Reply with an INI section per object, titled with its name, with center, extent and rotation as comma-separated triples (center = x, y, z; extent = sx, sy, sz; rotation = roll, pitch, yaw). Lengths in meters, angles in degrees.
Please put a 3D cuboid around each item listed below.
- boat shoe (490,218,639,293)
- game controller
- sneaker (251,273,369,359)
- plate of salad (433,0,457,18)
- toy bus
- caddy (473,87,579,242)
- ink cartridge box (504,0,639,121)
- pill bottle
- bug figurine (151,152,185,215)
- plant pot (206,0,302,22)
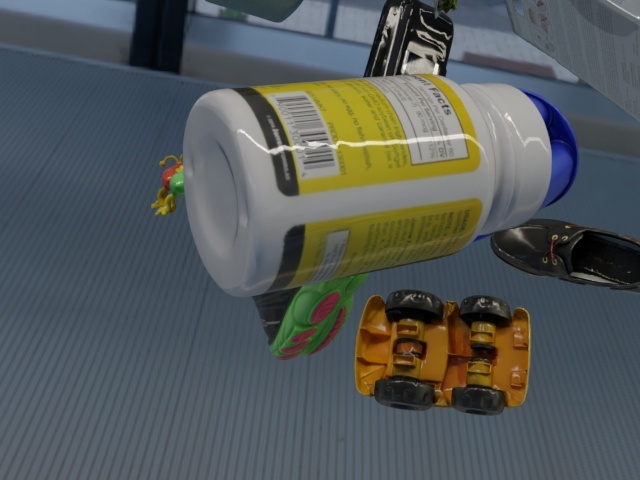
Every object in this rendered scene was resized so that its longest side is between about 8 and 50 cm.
[boat shoe]
center = 0.193, 0.008, 0.618
extent = 0.133, 0.049, 0.042
rotation = 15, -5, 29
[game controller]
center = 0.178, -0.352, 1.635
extent = 0.166, 0.067, 0.319
rotation = 25, 69, -23
[sneaker]
center = 0.000, 0.000, 1.341
extent = 0.185, 0.483, 0.202
rotation = -8, 51, -45
[plate of salad]
center = 0.256, -0.511, 1.505
extent = 0.048, 0.200, 0.200
rotation = 20, 36, 9
[toy bus]
center = 0.177, 0.171, 1.090
extent = 0.220, 0.211, 0.150
rotation = 2, 67, 19
[caddy]
center = 0.322, -0.140, 1.531
extent = 0.179, 0.341, 0.241
rotation = -35, 96, -41
[ink cartridge box]
center = 0.302, -0.255, 0.915
extent = 0.066, 0.189, 0.232
rotation = -38, 56, 2
[pill bottle]
center = 0.031, -0.040, 0.495
extent = 0.208, 0.119, 0.119
rotation = -9, 39, -26
[bug figurine]
center = -0.129, -0.103, 1.184
extent = 0.278, 0.072, 0.216
rotation = -11, 12, 3
[plant pot]
center = -0.097, -0.514, 1.318
extent = 0.247, 0.252, 0.247
rotation = 17, 52, -1
